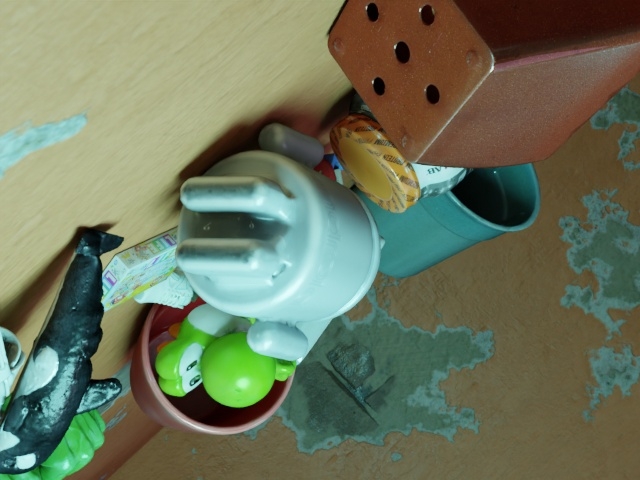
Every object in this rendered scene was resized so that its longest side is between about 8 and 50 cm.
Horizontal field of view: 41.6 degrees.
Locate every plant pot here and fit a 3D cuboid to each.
[{"bbox_3d":[0.171,-0.228,0.924,0.236,0.267,0.267,-24,163,-34],"label":"plant pot"},{"bbox_3d":[-0.208,0.215,1.467,0.275,0.275,0.243,-38,180,-33],"label":"plant pot"},{"bbox_3d":[0.244,-0.096,1.866,0.334,0.341,0.341,-39,178,43],"label":"plant pot"}]

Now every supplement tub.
[{"bbox_3d":[0.189,-0.207,1.266,0.338,0.207,0.207,-42,173,-15],"label":"supplement tub"}]

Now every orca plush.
[{"bbox_3d":[-0.262,0.132,0.913,0.287,0.102,0.151,-70,-162,-6],"label":"orca plush"}]

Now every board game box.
[{"bbox_3d":[-0.234,0.036,1.110,0.103,0.026,0.154,-48,171,32],"label":"board game box"}]

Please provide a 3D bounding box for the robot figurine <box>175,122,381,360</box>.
[{"bbox_3d":[-0.045,0.004,1.079,0.353,0.200,0.299,16,80,-66],"label":"robot figurine"}]

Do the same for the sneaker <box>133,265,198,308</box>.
[{"bbox_3d":[-0.223,0.072,1.255,0.054,0.061,0.152,-43,172,20],"label":"sneaker"}]

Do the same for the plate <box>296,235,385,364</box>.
[{"bbox_3d":[-0.043,0.064,1.568,0.278,0.045,0.277,-54,-144,-5],"label":"plate"}]

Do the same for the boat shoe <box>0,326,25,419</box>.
[{"bbox_3d":[-0.332,0.125,0.827,0.084,0.095,0.258,-39,175,-24],"label":"boat shoe"}]

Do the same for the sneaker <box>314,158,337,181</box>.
[{"bbox_3d":[-0.074,-0.037,1.271,0.279,0.107,0.118,-42,165,-20],"label":"sneaker"}]

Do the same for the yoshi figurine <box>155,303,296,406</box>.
[{"bbox_3d":[-0.080,0.135,1.300,0.362,0.203,0.203,-38,-167,-35],"label":"yoshi figurine"}]

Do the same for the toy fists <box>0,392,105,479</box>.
[{"bbox_3d":[-0.416,0.292,1.159,0.096,0.142,0.279,-47,171,28],"label":"toy fists"}]

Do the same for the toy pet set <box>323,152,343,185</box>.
[{"bbox_3d":[-0.024,-0.104,1.398,0.114,0.065,0.122,-7,-172,28],"label":"toy pet set"}]
